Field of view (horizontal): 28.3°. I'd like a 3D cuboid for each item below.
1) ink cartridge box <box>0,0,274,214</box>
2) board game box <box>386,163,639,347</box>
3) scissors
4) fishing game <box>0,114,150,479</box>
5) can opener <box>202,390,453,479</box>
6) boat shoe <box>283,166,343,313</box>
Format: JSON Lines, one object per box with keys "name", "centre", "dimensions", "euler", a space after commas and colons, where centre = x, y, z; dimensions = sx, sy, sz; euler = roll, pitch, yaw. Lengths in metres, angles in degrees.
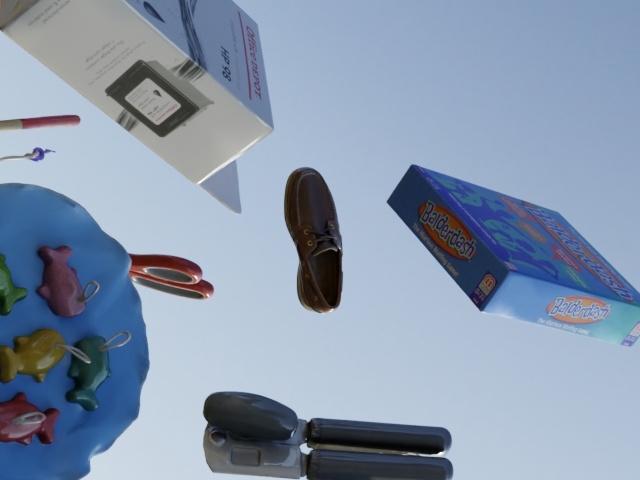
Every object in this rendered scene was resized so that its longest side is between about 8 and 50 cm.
{"name": "ink cartridge box", "centre": [-0.085, -0.106, 0.692], "dimensions": [0.060, 0.180, 0.104], "euler": [-34, -140, 21]}
{"name": "board game box", "centre": [0.180, 0.015, 1.120], "dimensions": [0.047, 0.210, 0.160], "euler": [-57, -136, 20]}
{"name": "scissors", "centre": [-0.264, 0.018, 1.419], "dimensions": [0.109, 0.297, 0.021], "euler": [99, 3, -72]}
{"name": "fishing game", "centre": [-0.167, 0.055, 0.726], "dimensions": [0.041, 0.189, 0.264], "euler": [-11, -90, 43]}
{"name": "can opener", "centre": [0.009, 0.222, 1.365], "dimensions": [0.093, 0.280, 0.074], "euler": [112, -17, -56]}
{"name": "boat shoe", "centre": [0.000, 0.000, 1.505], "dimensions": [0.060, 0.064, 0.178], "euler": [-169, -109, -69]}
